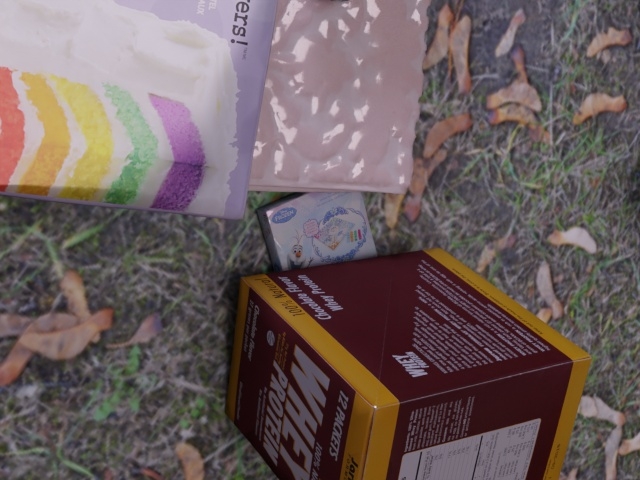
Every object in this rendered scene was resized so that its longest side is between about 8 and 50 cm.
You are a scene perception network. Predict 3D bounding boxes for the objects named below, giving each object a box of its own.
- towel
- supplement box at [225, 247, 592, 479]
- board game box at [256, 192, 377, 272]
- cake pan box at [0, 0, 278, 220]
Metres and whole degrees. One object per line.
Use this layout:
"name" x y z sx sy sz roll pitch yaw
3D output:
"towel" -0.058 -0.202 0.763 0.317 0.053 0.332 2 99 -29
"supplement box" 0.059 0.112 0.809 0.194 0.191 0.129 -8 119 -31
"board game box" 0.000 0.000 0.866 0.090 0.020 0.090 -24 111 -26
"cake pan box" -0.147 -0.155 0.658 0.245 0.070 0.267 7 96 -30
